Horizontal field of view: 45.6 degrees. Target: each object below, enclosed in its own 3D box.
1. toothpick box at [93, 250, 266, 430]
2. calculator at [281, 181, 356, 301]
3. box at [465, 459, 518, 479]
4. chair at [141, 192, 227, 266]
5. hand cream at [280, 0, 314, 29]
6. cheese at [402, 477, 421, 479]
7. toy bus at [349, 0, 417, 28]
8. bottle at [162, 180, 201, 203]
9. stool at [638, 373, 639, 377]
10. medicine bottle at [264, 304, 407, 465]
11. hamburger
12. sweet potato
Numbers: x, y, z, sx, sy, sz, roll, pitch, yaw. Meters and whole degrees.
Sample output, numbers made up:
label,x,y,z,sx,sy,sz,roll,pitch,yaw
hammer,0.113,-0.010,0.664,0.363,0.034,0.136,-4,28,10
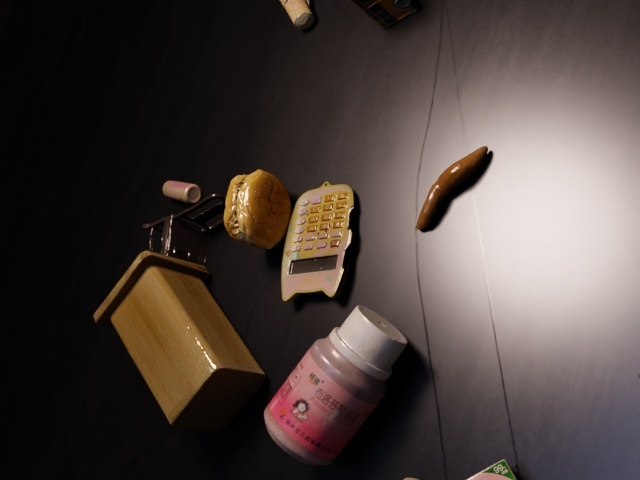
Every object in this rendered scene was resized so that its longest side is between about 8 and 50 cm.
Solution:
label,x,y,z,sx,sy,sz,roll,pitch,yaw
toothpick box,-0.260,0.195,1.451,0.187,0.190,0.308,-50,54,11
calculator,0.000,0.000,1.411,0.157,0.033,0.236,-8,65,38
box,0.223,0.371,1.041,0.125,0.043,0.089,-31,53,3
chair,-0.262,-0.004,1.575,0.229,0.106,0.113,-19,61,34
hand cream,-0.068,-0.539,1.658,0.084,0.084,0.203,-37,58,22
cheese,0.177,0.420,1.088,0.192,0.037,0.097,21,87,42
toy bus,0.093,-0.487,1.430,0.103,0.182,0.091,-24,59,33
bottle,-0.311,-0.109,1.699,0.096,0.045,0.045,13,81,43
stool,0.381,0.338,0.865,0.243,0.170,0.269,-42,51,18
medicine bottle,0.027,0.229,1.219,0.247,0.147,0.147,-54,48,9
hamburger,-0.117,-0.059,1.457,0.083,0.138,0.147,-2,69,33
sweet potato,0.212,-0.092,1.270,0.179,0.044,0.044,-48,49,12
